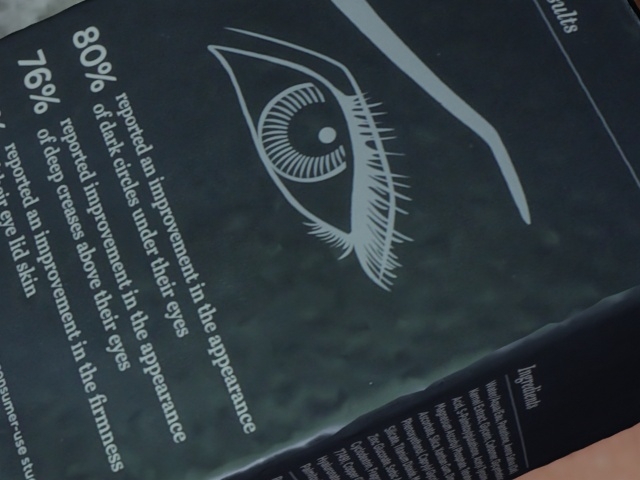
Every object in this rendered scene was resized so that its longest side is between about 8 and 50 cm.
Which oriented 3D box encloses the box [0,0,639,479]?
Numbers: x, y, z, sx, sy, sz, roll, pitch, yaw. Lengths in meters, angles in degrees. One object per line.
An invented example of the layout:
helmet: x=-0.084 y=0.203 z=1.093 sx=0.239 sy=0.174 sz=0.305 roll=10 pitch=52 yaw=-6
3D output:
box: x=0.000 y=0.000 z=0.412 sx=0.207 sy=0.108 sz=0.153 roll=-23 pitch=63 yaw=1
